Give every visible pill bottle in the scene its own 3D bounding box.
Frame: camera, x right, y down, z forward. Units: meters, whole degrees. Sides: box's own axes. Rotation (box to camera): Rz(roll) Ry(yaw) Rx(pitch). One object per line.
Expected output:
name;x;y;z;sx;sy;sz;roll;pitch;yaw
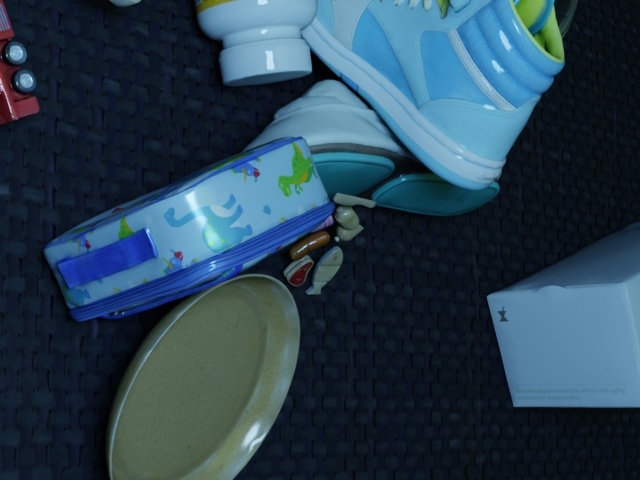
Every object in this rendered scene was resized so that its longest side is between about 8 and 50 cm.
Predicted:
pill bottle;-0.066;-0.256;1.160;0.117;0.117;0.208;-9;91;-46

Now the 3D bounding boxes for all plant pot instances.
plant pot;-0.104;0.132;1.063;0.236;0.032;0.236;-35;139;-38

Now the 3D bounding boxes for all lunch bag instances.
lunch bag;-0.113;-0.005;1.004;0.176;0.219;0.090;-27;96;-46

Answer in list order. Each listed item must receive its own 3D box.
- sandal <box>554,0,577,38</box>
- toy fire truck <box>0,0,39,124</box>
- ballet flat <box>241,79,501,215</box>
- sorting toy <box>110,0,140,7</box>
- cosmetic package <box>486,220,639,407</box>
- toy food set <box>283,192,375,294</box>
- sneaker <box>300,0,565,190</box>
sandal;0.295;-0.341;1.567;0.303;0.120;0.086;-62;153;-29
toy fire truck;-0.295;-0.124;0.957;0.135;0.047;0.192;-26;102;-43
ballet flat;0.041;-0.099;1.259;0.400;0.139;0.139;1;83;-50
sorting toy;-0.229;-0.364;1.030;0.257;0.089;0.255;38;59;-36
cosmetic package;0.398;0.078;1.532;0.365;0.197;0.155;-22;101;-43
toy food set;0.000;0.000;1.215;0.078;0.122;0.019;11;31;-45
sneaker;0.110;-0.224;1.189;0.319;0.208;0.127;47;28;20
